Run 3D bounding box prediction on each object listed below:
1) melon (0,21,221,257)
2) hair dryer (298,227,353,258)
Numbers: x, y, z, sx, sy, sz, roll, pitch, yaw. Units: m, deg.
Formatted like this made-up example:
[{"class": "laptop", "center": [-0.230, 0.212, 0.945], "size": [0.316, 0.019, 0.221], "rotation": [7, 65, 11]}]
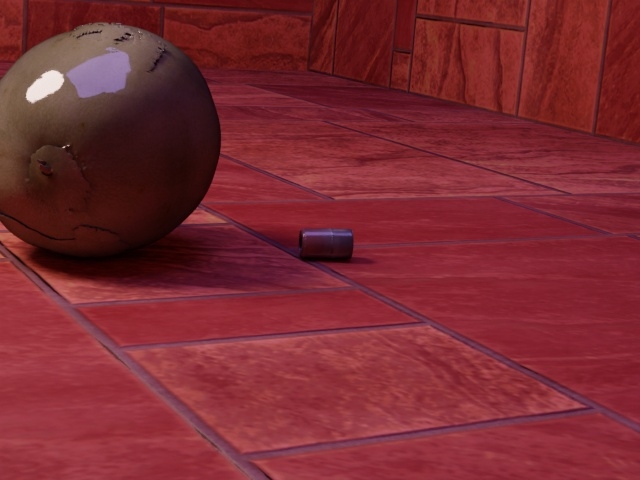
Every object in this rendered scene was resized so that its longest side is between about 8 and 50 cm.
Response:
[{"class": "melon", "center": [-0.253, -0.116, 1.409], "size": [0.268, 0.268, 0.330], "rotation": [8, 20, 14]}, {"class": "hair dryer", "center": [0.000, 0.000, 1.522], "size": [0.063, 0.037, 0.114], "rotation": [1, 5, -9]}]
